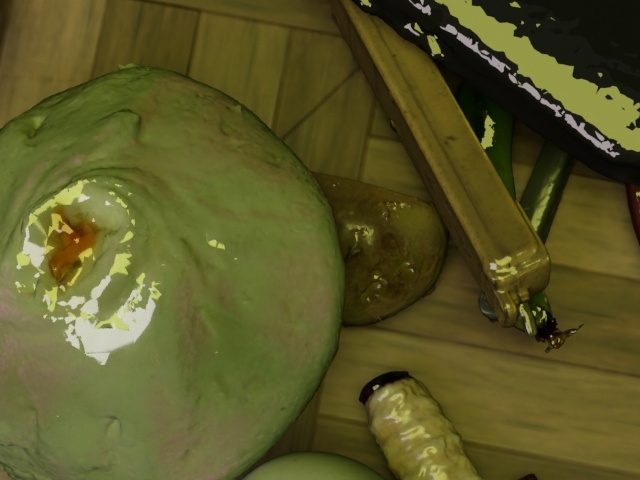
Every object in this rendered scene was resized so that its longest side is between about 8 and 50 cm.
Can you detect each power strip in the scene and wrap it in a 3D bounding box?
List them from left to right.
[{"bbox_3d":[0.079,-0.069,1.271,0.044,0.064,0.305,-23,67,-7],"label":"power strip"}]

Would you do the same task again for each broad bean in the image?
[{"bbox_3d":[0.125,-0.027,1.299,0.069,0.039,0.227,-24,68,26],"label":"broad bean"}]

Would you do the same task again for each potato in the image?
[{"bbox_3d":[0.000,0.000,1.287,0.172,0.089,0.100,15,85,2],"label":"potato"}]

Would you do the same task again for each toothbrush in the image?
[{"bbox_3d":[0.173,-0.081,1.326,0.030,0.030,0.297,19,85,27],"label":"toothbrush"}]

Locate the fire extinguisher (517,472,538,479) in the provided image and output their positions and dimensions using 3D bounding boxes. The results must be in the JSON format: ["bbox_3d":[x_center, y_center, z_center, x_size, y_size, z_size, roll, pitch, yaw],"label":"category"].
[{"bbox_3d":[0.160,0.224,1.286,0.056,0.039,0.132,-32,84,30],"label":"fire extinguisher"}]

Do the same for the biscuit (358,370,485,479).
[{"bbox_3d":[0.094,0.187,1.269,0.055,0.061,0.219,-27,71,-5],"label":"biscuit"}]

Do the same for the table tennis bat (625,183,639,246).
[{"bbox_3d":[0.343,0.002,1.308,0.268,0.051,0.415,1,81,1],"label":"table tennis bat"}]

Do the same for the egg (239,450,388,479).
[{"bbox_3d":[0.010,0.237,1.229,0.151,0.151,0.209,-26,92,-2],"label":"egg"}]

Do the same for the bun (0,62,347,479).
[{"bbox_3d":[-0.137,0.028,1.207,0.293,0.187,0.293,-3,82,23],"label":"bun"}]

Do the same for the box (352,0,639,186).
[{"bbox_3d":[0.183,-0.251,1.282,0.350,0.091,0.359,38,72,8],"label":"box"}]
